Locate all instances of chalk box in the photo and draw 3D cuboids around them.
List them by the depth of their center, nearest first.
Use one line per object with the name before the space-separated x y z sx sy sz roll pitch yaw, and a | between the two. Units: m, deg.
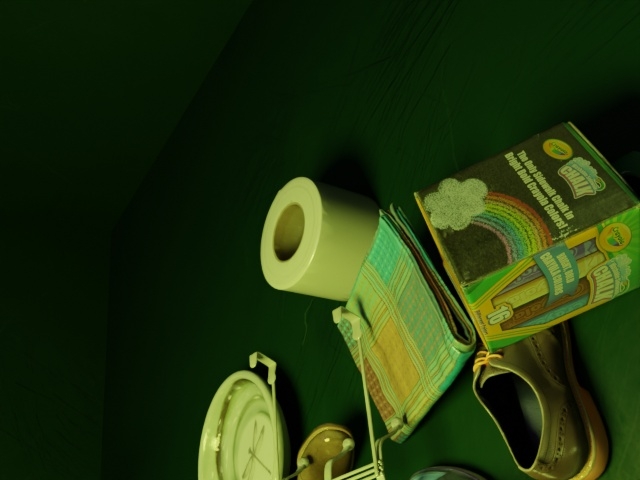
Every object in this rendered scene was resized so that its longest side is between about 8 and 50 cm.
chalk box | 0.304 -0.016 0.816 0.288 0.179 0.180 -24 47 7

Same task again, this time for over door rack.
over door rack | 0.014 0.312 1.087 0.239 0.108 0.324 -32 55 28

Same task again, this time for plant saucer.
plant saucer | -0.164 0.513 1.463 0.400 0.100 0.401 -27 56 51

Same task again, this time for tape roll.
tape roll | 0.000 0.000 1.340 0.246 0.169 0.246 -26 58 51

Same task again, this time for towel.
towel | 0.124 0.157 1.042 0.370 0.040 0.271 107 144 -50

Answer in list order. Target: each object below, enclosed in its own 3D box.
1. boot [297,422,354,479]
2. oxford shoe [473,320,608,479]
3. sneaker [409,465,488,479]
boot | -0.006 0.490 1.189 0.115 0.112 0.305 -86 13 -67
oxford shoe | 0.276 0.157 0.882 0.130 0.132 0.364 -50 40 36
sneaker | 0.166 0.409 0.860 0.322 0.236 0.130 15 91 58
